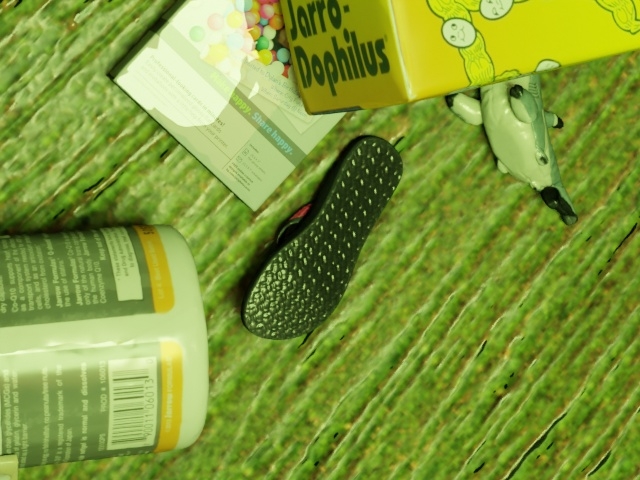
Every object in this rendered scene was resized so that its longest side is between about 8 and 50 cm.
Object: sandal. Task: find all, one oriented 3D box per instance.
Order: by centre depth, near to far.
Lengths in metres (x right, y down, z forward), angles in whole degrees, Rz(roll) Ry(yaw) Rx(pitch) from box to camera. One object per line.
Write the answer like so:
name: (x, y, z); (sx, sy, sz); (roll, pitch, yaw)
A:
sandal: (0.000, 0.000, 1.227); (0.067, 0.040, 0.179); (41, 75, -26)

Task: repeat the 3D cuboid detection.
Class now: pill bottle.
pill bottle: (-0.225, 0.077, 1.108); (0.278, 0.162, 0.162); (-4, 104, -15)

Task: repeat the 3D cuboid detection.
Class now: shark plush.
shark plush: (0.170, -0.082, 1.247); (0.161, 0.073, 0.067); (54, 53, -15)

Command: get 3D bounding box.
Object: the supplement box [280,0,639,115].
supplement box: (0.162, -0.217, 1.104); (0.356, 0.194, 0.195); (-14, 96, -19)

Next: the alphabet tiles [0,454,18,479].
alphabet tiles: (-0.310, 0.224, 1.123); (0.198, 0.009, 0.237); (-5, 141, -15)

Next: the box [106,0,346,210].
box: (-0.038, -0.137, 1.178); (0.186, 0.038, 0.145); (-47, 111, -3)
